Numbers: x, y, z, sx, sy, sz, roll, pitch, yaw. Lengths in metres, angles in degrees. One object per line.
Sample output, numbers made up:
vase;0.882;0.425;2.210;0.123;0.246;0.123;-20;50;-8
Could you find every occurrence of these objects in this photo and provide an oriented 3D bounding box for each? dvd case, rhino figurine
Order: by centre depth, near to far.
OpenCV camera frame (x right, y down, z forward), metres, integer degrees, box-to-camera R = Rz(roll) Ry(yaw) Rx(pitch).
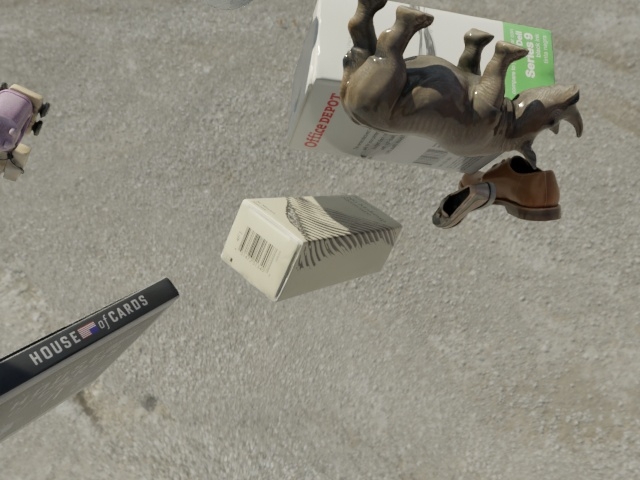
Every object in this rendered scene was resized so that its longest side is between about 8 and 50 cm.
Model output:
rhino figurine;0.129;-0.126;0.468;0.243;0.106;0.073;12;29;-16
dvd case;-0.253;0.131;0.496;0.030;0.238;0.179;53;37;3

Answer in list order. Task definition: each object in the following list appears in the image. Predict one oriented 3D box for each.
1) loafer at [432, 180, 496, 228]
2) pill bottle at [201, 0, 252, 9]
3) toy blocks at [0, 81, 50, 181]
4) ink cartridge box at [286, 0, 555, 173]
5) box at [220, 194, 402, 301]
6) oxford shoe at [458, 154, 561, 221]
loafer;0.185;-0.050;0.728;0.039;0.125;0.045;5;71;-22
pill bottle;-0.144;-0.358;0.608;0.121;0.121;0.221;-21;52;-20
toy blocks;-0.544;-0.080;0.619;0.308;0.289;0.260;23;25;-24
ink cartridge box;0.113;-0.189;0.690;0.288;0.211;0.122;6;78;-11
box;0.000;0.000;0.761;0.113;0.094;0.275;35;24;25
oxford shoe;0.266;-0.086;0.757;0.076;0.212;0.076;-9;106;-15
